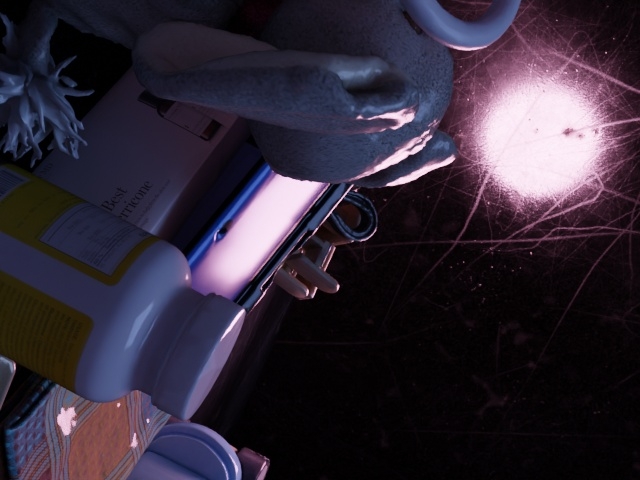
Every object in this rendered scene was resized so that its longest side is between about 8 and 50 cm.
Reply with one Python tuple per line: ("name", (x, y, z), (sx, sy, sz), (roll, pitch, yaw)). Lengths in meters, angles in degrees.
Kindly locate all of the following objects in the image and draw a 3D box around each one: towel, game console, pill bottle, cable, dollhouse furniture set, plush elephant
("towel", (-0.225, 0.175, 0.921), (0.370, 0.040, 0.271), (-57, 158, -54))
("game console", (-0.095, -0.036, 0.725), (0.293, 0.250, 0.173), (-51, 136, -10))
("pill bottle", (-0.143, 0.032, 0.491), (0.103, 0.184, 0.103), (-62, 175, -10))
("cable", (-0.007, -0.093, 1.142), (0.139, 0.287, 0.072), (-45, -151, -25))
("dollhouse furniture set", (0.000, 0.000, 1.355), (0.242, 0.161, 0.212), (-12, -135, 52))
("plush elephant", (-0.018, -0.145, 0.449), (0.330, 0.255, 0.272), (-64, 175, 6))

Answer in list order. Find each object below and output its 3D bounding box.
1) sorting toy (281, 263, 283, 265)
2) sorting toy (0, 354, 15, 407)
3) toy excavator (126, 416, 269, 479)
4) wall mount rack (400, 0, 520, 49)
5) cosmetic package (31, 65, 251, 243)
("sorting toy", (-0.113, -0.025, 1.245), (0.126, 0.127, 0.365), (-4, -129, 60))
("sorting toy", (-0.290, 0.189, 0.586), (0.347, 0.047, 0.196), (-64, 175, 14))
("toy excavator", (-0.302, 0.513, 1.333), (0.432, 0.222, 0.445), (-65, 169, -1))
("wall mount rack", (0.023, -0.215, 0.245), (0.130, 0.350, 0.304), (-4, -150, 42))
("cosmetic package", (-0.127, -0.074, 0.637), (0.060, 0.099, 0.239), (106, 11, -53))
